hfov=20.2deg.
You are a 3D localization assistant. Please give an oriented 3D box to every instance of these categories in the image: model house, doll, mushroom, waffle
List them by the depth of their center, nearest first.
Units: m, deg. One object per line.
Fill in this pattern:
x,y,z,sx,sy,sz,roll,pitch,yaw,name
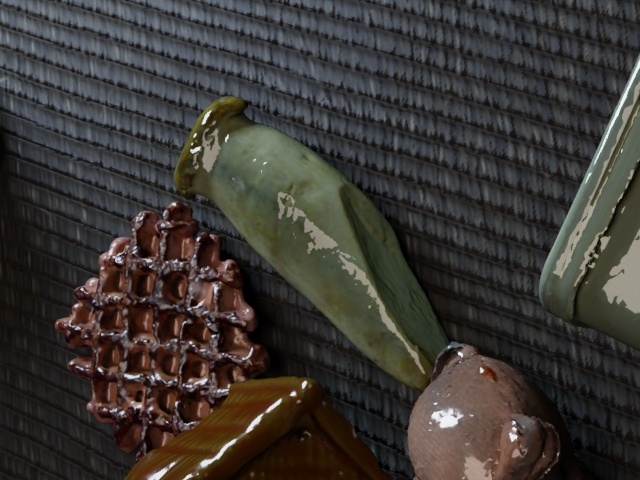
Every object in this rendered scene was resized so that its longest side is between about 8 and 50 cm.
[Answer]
0.138,0.241,1.430,0.201,0.156,0.303,-120,33,-65,doll
-0.060,0.231,1.529,0.199,0.219,0.229,164,113,-67,model house
0.002,-0.003,1.560,0.333,0.087,0.107,41,111,25,mushroom
-0.142,0.095,1.660,0.221,0.055,0.234,-47,61,23,waffle

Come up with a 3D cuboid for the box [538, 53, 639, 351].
0.389,-0.034,1.265,0.344,0.177,0.352,28,100,28,box
